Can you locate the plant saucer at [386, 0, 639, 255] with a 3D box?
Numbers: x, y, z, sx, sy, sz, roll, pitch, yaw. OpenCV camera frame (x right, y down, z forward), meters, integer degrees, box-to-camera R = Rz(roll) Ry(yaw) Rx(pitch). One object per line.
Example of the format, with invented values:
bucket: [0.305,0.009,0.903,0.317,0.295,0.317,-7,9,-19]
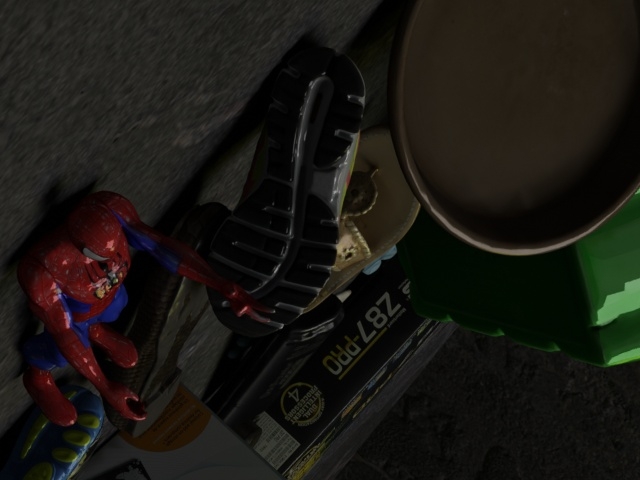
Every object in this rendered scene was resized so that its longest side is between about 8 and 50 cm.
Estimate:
plant saucer: [0.160,-0.126,1.455,0.278,0.278,0.041,-46,-148,-13]

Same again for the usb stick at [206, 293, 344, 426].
usb stick: [-0.047,0.119,1.902,0.077,0.045,0.278,-23,166,-26]

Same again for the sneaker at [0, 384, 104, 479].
sneaker: [-0.219,0.189,1.409,0.188,0.067,0.078,-50,165,-8]

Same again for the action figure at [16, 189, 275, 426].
action figure: [-0.115,0.061,1.171,0.091,0.139,0.280,-46,169,-20]

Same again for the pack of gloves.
pack of gloves: [-0.003,0.037,1.950,0.195,0.046,0.232,-39,171,17]

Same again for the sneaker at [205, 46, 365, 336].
sneaker: [-0.015,-0.033,1.316,0.094,0.081,0.208,-71,-177,-77]

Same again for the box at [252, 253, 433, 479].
box: [0.016,0.174,2.382,0.395,0.097,0.318,-47,174,-11]

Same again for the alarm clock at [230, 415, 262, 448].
alarm clock: [-0.116,0.226,2.074,0.129,0.064,0.192,-53,168,27]

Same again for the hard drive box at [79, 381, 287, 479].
hard drive box: [-0.112,0.270,1.739,0.181,0.232,0.089,-43,170,-33]

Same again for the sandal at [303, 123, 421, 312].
sandal: [0.005,0.004,1.635,0.079,0.088,0.240,-48,178,-45]

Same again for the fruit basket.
fruit basket: [0.288,-0.037,1.754,0.392,0.283,0.392,-15,-163,5]

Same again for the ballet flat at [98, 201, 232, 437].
ballet flat: [-0.119,0.054,1.393,0.084,0.058,0.250,-43,165,-39]
